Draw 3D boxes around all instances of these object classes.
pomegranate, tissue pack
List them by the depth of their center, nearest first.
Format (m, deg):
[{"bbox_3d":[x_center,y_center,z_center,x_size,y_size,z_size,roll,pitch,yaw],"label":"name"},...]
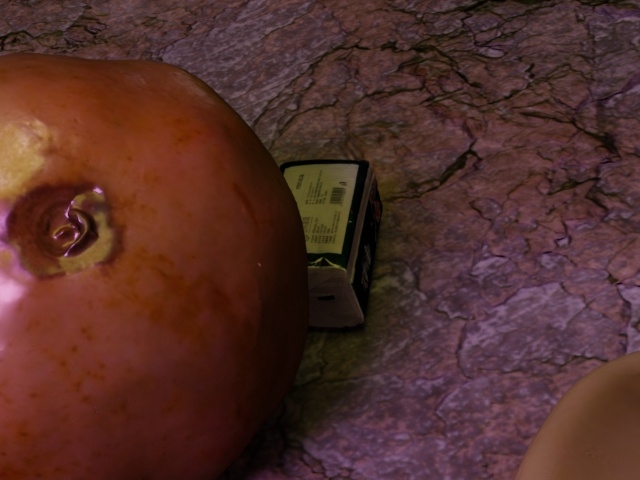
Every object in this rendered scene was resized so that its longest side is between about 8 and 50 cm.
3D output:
[{"bbox_3d":[-0.215,0.049,0.946,0.412,0.411,0.411,-7,39,6],"label":"pomegranate"},{"bbox_3d":[-0.001,0.001,1.151,0.103,0.090,0.170,-1,39,13],"label":"tissue pack"}]

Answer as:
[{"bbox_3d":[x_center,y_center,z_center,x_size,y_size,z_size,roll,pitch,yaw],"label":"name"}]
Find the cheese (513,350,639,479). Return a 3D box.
[{"bbox_3d":[0.242,0.215,0.811,0.260,0.128,0.316,10,37,36],"label":"cheese"}]
